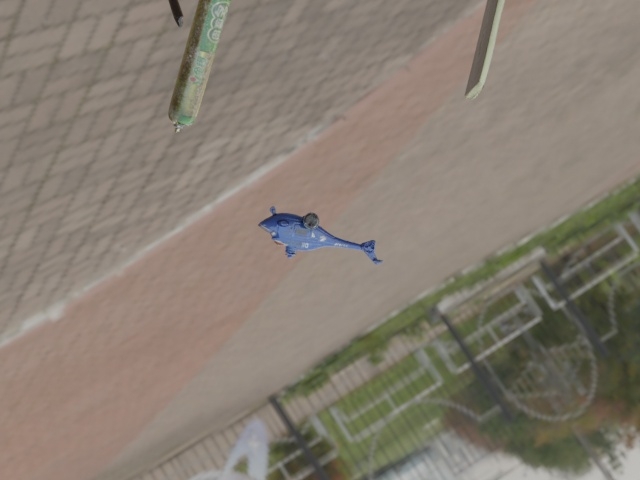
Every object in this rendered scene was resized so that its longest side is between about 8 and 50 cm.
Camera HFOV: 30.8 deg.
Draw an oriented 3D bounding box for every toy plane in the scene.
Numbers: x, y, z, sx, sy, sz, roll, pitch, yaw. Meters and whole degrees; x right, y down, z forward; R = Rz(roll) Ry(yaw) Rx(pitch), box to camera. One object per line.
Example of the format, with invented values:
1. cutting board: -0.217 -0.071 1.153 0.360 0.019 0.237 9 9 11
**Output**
1. toy plane: 0.000 0.000 1.504 0.167 0.062 0.054 12 176 -8

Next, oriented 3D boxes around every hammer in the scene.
1. hammer: -0.276 -0.469 2.121 0.065 0.178 0.021 -32 156 35

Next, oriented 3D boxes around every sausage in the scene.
1. sausage: -0.112 -0.237 1.205 0.033 0.033 0.269 -12 124 -61

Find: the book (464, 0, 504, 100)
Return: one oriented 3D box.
1. book: 0.215 -0.274 1.470 0.127 0.014 0.181 105 -2 -88
